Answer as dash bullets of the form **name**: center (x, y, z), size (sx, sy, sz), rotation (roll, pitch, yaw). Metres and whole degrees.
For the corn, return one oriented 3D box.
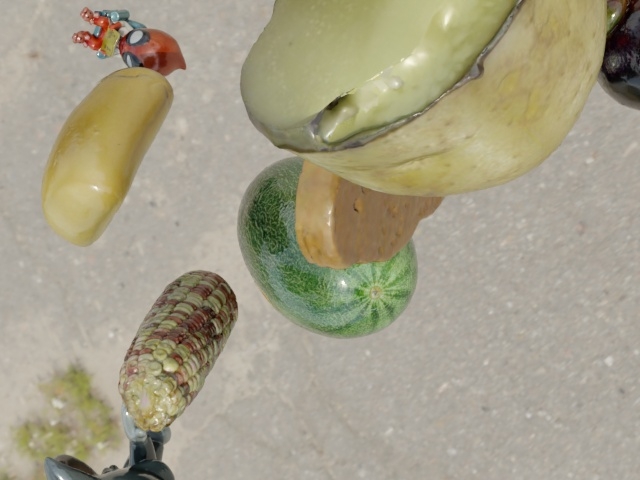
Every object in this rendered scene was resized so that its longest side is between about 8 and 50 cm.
- **corn**: center (-0.138, 0.100, 1.024), size (0.086, 0.253, 0.086), rotation (2, 110, 7)

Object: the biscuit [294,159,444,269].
- **biscuit**: center (0.059, -0.133, 1.014), size (0.057, 0.351, 0.312), rotation (9, 122, 25)

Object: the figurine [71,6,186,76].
- **figurine**: center (-0.235, -0.245, 1.338), size (0.140, 0.075, 0.068), rotation (27, 110, 14)

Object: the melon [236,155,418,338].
- **melon**: center (0.000, 0.000, 1.216), size (0.288, 0.182, 0.182), rotation (51, 137, 49)

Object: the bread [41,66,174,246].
- **bread**: center (-0.246, -0.102, 1.191), size (0.098, 0.217, 0.147), rotation (28, 138, -10)

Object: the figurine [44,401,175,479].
- **figurine**: center (-0.181, 0.245, 0.995), size (0.265, 0.140, 0.193), rotation (-1, 109, 69)

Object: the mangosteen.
- **mangosteen**: center (0.322, -0.199, 1.008), size (0.152, 0.152, 0.152), rotation (16, 116, 35)

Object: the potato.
- **potato**: center (0.100, -0.144, 0.781), size (0.242, 0.242, 0.285), rotation (20, 76, 33)
